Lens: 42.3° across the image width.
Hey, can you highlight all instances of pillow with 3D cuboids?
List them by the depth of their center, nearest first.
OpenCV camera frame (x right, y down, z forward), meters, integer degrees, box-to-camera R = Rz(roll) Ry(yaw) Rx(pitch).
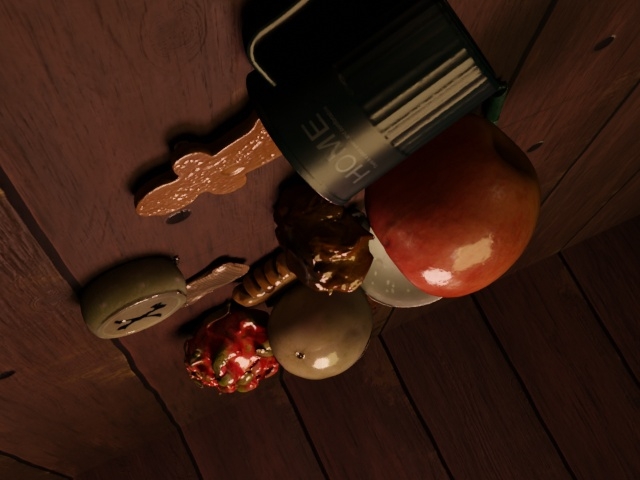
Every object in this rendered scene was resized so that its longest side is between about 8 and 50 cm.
[{"bbox_3d":[-0.278,0.107,2.002,0.211,0.034,0.135,-30,164,17],"label":"pillow"}]

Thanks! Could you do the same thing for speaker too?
[{"bbox_3d":[-0.096,0.127,2.317,0.046,0.040,0.191,-9,156,-40],"label":"speaker"}]

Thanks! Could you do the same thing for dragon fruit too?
[{"bbox_3d":[-0.231,0.302,2.304,0.303,0.237,0.231,-15,165,-10],"label":"dragon fruit"}]

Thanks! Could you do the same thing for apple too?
[{"bbox_3d":[0.279,-0.080,1.711,0.364,0.364,0.364,-24,163,-8],"label":"apple"}]

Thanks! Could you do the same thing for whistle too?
[{"bbox_3d":[0.378,-0.293,1.796,0.039,0.039,0.186,-26,162,-3],"label":"whistle"}]

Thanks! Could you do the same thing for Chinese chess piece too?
[{"bbox_3d":[-0.395,0.124,1.775,0.238,0.092,0.238,-25,162,-9],"label":"Chinese chess piece"}]

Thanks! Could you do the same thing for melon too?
[{"bbox_3d":[0.005,0.218,2.180,0.268,0.268,0.330,-37,-174,29],"label":"melon"}]

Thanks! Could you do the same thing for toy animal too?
[{"bbox_3d":[0.048,0.018,2.076,0.137,0.082,0.269,-20,148,-25],"label":"toy animal"}]

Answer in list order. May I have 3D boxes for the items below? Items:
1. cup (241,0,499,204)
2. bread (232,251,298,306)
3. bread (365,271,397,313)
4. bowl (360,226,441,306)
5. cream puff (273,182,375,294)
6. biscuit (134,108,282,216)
[{"bbox_3d":[0.062,-0.253,1.190,0.292,0.308,0.242,-33,-166,17],"label":"cup"},{"bbox_3d":[-0.118,0.090,2.108,0.225,0.081,0.134,-35,167,18],"label":"bread"},{"bbox_3d":[0.102,0.162,2.509,0.113,0.165,0.416,-13,159,-24],"label":"bread"},{"bbox_3d":[0.236,0.018,2.254,0.313,0.146,0.313,0,126,-1],"label":"bowl"},{"bbox_3d":[0.000,0.000,1.726,0.155,0.269,0.241,-32,156,-24],"label":"cream puff"},{"bbox_3d":[-0.176,-0.139,1.408,0.340,0.047,0.216,-29,161,16],"label":"biscuit"}]
